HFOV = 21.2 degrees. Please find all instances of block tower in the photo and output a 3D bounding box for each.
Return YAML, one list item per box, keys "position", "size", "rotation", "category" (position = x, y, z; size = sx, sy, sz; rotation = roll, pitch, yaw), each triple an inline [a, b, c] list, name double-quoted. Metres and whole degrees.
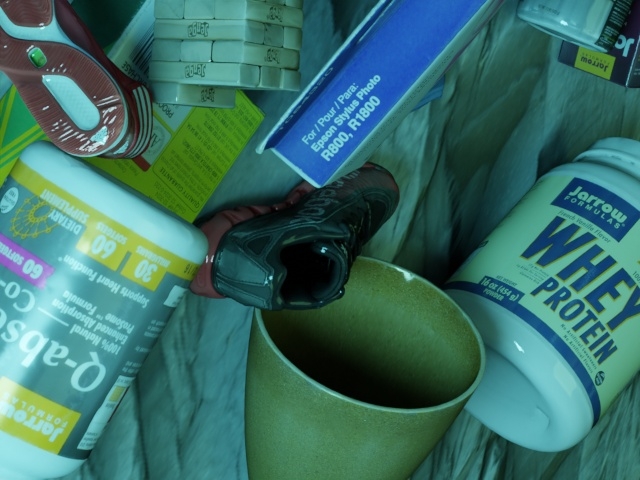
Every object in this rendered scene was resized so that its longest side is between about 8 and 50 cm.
- position: [-0.068, -0.273, 1.361]
  size: [0.091, 0.097, 0.335]
  rotation: [0, 95, -59]
  category: "block tower"

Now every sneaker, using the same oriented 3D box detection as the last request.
- position: [0.000, 0.001, 1.664]
  size: [0.276, 0.135, 0.097]
  rotation: [-25, 127, -43]
  category: "sneaker"
- position: [-0.206, -0.145, 1.299]
  size: [0.087, 0.221, 0.128]
  rotation: [-32, 167, 6]
  category: "sneaker"

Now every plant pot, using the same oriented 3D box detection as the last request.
- position: [0.019, 0.182, 1.749]
  size: [0.237, 0.237, 0.254]
  rotation: [-22, 142, -43]
  category: "plant pot"

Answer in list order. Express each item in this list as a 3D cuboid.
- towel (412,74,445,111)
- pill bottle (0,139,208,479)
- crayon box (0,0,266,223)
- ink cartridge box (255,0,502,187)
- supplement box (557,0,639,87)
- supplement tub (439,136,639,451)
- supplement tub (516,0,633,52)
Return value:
- position: [0.101, -0.194, 1.759]
  size: [0.067, 0.029, 0.119]
  rotation: [-29, 132, -39]
  category: "towel"
- position: [-0.216, 0.078, 1.284]
  size: [0.162, 0.162, 0.278]
  rotation: [30, 90, -54]
  category: "pill bottle"
- position: [-0.202, -0.041, 1.432]
  size: [0.318, 0.081, 0.202]
  rotation: [-56, 143, -11]
  category: "crayon box"
- position: [0.095, -0.188, 1.517]
  size: [0.324, 0.071, 0.330]
  rotation: [-49, 179, 12]
  category: "ink cartridge box"
- position: [0.356, -0.279, 1.959]
  size: [0.081, 0.104, 0.188]
  rotation: [-7, 117, -48]
  category: "supplement box"
- position: [0.293, 0.058, 1.978]
  size: [0.325, 0.235, 0.235]
  rotation: [-46, 141, -23]
  category: "supplement tub"
- position: [0.299, -0.311, 1.859]
  size: [0.117, 0.117, 0.190]
  rotation: [15, 99, -54]
  category: "supplement tub"
